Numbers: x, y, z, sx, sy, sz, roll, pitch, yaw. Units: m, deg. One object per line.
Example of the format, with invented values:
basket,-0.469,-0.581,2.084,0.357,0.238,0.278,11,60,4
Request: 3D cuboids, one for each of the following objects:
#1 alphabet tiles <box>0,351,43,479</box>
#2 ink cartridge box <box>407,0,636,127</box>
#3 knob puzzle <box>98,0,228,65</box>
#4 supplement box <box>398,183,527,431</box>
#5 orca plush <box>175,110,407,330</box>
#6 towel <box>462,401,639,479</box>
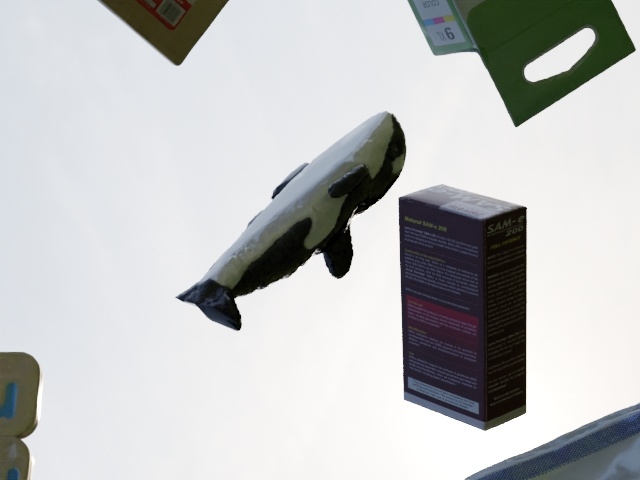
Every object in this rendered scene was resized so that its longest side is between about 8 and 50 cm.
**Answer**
alphabet tiles,-0.367,0.157,1.390,0.021,0.284,0.278,72,-160,-69
ink cartridge box,0.107,-0.189,1.117,0.109,0.062,0.209,-33,-77,-20
knob puzzle,-0.148,-0.294,1.642,0.213,0.030,0.213,-3,-84,-27
supplement box,0.154,0.071,1.859,0.073,0.130,0.239,-18,-65,-39
orca plush,0.000,0.000,1.663,0.102,0.151,0.287,53,-130,-16
towel,0.237,0.282,1.443,0.034,0.209,0.285,49,-158,-48
